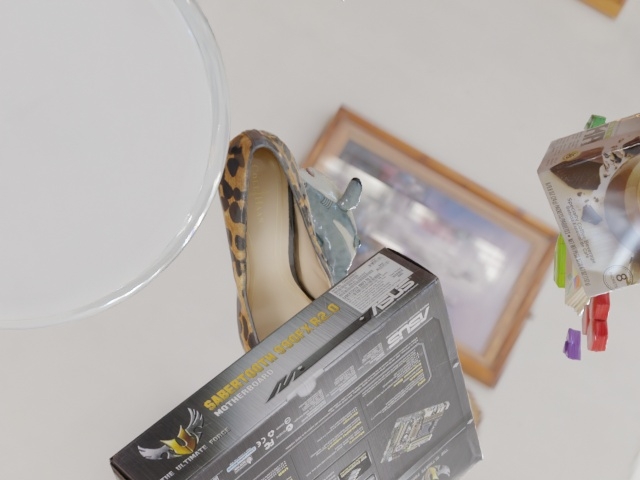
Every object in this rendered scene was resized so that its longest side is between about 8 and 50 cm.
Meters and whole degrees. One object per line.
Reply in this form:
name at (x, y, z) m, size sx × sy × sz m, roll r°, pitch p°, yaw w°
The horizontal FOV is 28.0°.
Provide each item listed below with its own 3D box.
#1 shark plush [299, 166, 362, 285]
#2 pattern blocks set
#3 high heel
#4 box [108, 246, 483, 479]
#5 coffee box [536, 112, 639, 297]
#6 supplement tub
shark plush at (0.000, 0.000, 1.367) m, size 0.067 × 0.073 × 0.161 m, roll -14°, pitch 107°, yaw -37°
pattern blocks set at (0.357, -0.002, 1.721) m, size 0.285 × 0.026 × 0.325 m, roll 105°, pitch -9°, yaw -81°
high heel at (-0.024, 0.043, 1.048) m, size 0.093 × 0.261 × 0.186 m, roll -19°, pitch 164°, yaw -10°
box at (-0.004, 0.141, 0.831) m, size 0.231 × 0.056 × 0.183 m, roll -37°, pitch 134°, yaw -22°
coffee box at (0.419, -0.067, 1.445) m, size 0.297 × 0.168 × 0.119 m, roll -18°, pitch -165°, yaw 25°
supplement tub at (-0.179, -0.075, 0.773) m, size 0.235 × 0.235 × 0.325 m, roll -61°, pitch -168°, yaw 0°
